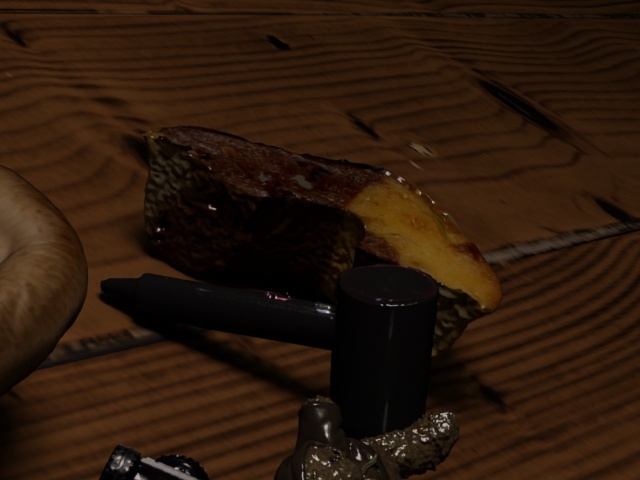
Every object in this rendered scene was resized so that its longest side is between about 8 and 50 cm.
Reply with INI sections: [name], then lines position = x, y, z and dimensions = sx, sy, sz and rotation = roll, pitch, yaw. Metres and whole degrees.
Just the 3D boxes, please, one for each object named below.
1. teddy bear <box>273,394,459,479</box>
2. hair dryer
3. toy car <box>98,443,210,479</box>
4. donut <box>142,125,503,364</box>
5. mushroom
[teddy bear]
position = 0.024, 0.156, 0.876
dimensions = 0.160, 0.078, 0.119
rotation = 4, 66, -46
[hair dryer]
position = -0.043, 0.069, 0.990
dimensions = 0.248, 0.114, 0.070
rotation = 7, 17, 12
[toy car]
position = -0.098, 0.174, 0.740
dimensions = 0.080, 0.070, 0.170
rotation = 23, 28, 1
[donut]
position = 0.000, 0.000, 1.107
dimensions = 0.295, 0.112, 0.151
rotation = 28, 24, 8
[mushroom]
position = -0.266, 0.033, 0.770
dimensions = 0.278, 0.146, 0.278
rotation = 2, 31, -1
